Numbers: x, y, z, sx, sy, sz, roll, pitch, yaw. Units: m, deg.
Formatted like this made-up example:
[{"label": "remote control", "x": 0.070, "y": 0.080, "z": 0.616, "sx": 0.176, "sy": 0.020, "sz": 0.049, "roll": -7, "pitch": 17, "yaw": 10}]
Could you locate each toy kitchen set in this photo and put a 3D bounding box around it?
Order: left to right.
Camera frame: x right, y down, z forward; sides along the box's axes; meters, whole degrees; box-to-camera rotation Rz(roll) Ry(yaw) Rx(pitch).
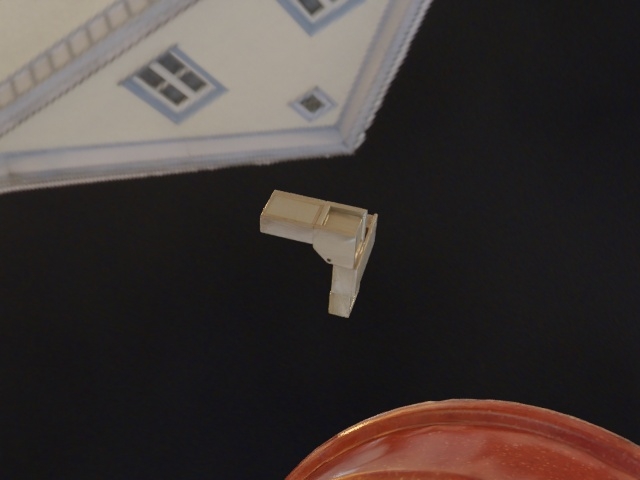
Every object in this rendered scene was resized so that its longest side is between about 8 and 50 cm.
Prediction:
[{"label": "toy kitchen set", "x": 0.000, "y": 0.000, "z": 0.751, "sx": 0.075, "sy": 0.083, "sz": 0.068, "roll": 13, "pitch": -138, "yaw": 11}]

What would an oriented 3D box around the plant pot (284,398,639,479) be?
[{"label": "plant pot", "x": 0.013, "y": 0.207, "z": 0.296, "sx": 0.272, "sy": 0.265, "sz": 0.272, "roll": 1, "pitch": -87, "yaw": 29}]
